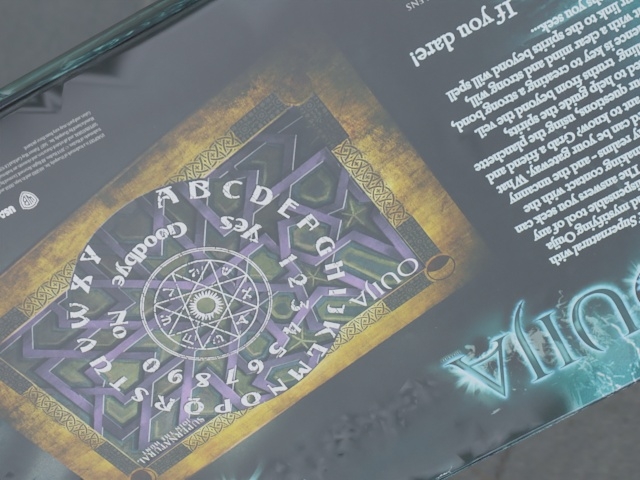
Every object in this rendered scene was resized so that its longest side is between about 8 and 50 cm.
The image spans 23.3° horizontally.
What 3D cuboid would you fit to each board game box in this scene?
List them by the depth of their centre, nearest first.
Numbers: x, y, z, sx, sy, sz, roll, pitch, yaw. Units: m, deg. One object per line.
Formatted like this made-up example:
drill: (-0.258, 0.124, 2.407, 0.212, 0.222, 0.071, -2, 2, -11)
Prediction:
board game box: (0.000, 0.000, 0.343, 0.186, 0.126, 0.026, -27, 19, 8)
